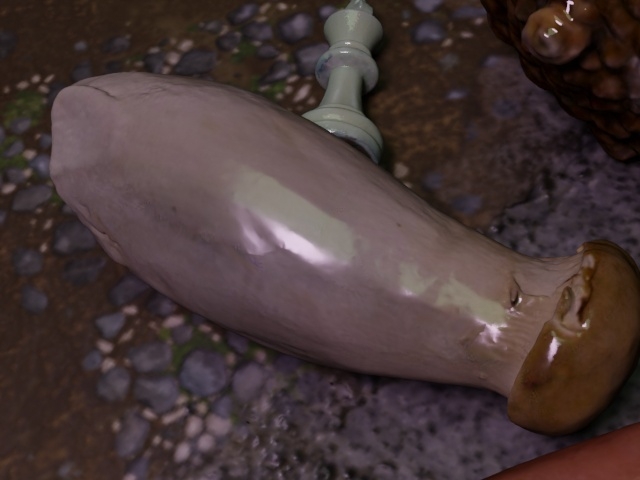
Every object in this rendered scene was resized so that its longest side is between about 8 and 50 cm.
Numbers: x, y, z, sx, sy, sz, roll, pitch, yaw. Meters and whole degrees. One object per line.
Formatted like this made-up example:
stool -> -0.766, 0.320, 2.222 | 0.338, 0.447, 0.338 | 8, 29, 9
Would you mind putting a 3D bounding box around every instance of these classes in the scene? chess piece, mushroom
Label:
chess piece -> 0.016, -0.102, 0.738 | 0.059, 0.059, 0.149 | -1, 50, 12
mushroom -> 0.000, 0.000, 0.625 | 0.350, 0.128, 0.128 | 21, 64, 19

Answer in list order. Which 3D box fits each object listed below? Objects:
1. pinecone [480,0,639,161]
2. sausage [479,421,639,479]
pinecone -> 0.212, -0.164, 0.612 | 0.264, 0.264, 0.264 | -6, 56, 9
sausage -> 0.194, 0.107, 0.532 | 0.418, 0.094, 0.094 | -22, 33, -1
